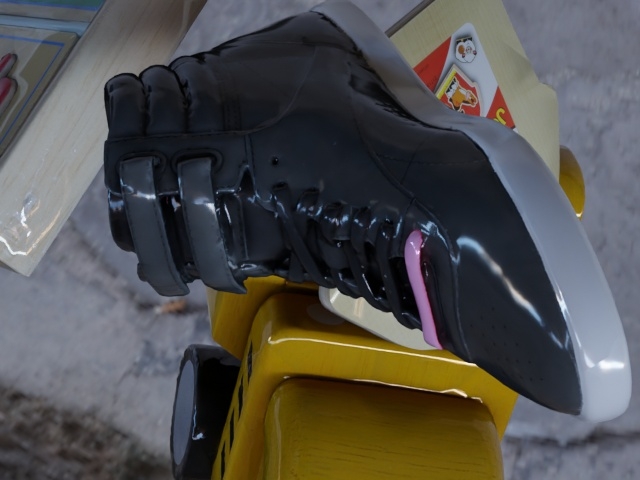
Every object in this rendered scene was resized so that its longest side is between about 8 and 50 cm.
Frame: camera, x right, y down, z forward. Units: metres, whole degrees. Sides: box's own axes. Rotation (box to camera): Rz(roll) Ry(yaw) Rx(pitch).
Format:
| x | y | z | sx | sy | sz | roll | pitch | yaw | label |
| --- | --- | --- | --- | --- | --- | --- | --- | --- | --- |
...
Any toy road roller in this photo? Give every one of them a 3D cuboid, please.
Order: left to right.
| x | y | z | sx | sy | sz | roll | pitch | yaw | label |
| --- | --- | --- | --- | --- | --- | --- | --- | --- | --- |
| 0.036 | 0.085 | 0.935 | 0.202 | 0.240 | 0.329 | 9 | 118 | -14 | toy road roller |

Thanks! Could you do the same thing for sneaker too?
| x | y | z | sx | sy | sz | roll | pitch | yaw | label |
| --- | --- | --- | --- | --- | --- | --- | --- | --- | --- |
| 0.000 | 0.000 | 0.620 | 0.147 | 0.296 | 0.104 | -21 | 126 | -14 | sneaker |

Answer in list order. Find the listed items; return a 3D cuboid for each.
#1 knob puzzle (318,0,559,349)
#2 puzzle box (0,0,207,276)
| x | y | z | sx | sy | sz | roll | pitch | yaw | label |
| --- | --- | --- | --- | --- | --- | --- | --- | --- | --- |
| 0.062 | -0.026 | 0.843 | 0.030 | 0.213 | 0.213 | 11 | 128 | 50 | knob puzzle |
| -0.224 | -0.135 | 0.983 | 0.409 | 0.272 | 0.052 | 13 | 158 | 51 | puzzle box |
